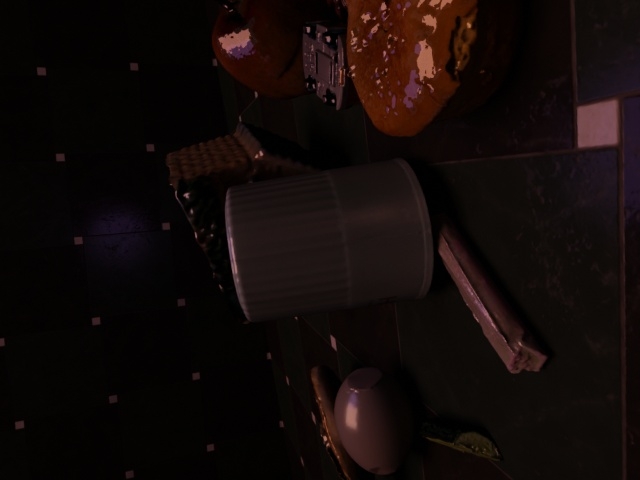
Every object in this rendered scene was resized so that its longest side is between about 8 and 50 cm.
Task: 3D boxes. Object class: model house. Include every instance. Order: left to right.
[{"bbox_3d":[-0.133,-0.073,1.110,0.395,0.400,0.445,44,155,59],"label":"model house"}]

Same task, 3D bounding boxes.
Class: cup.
[{"bbox_3d":[-0.001,-0.016,0.768,0.331,0.311,0.256,-109,11,-57],"label":"cup"}]

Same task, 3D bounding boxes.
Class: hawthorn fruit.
[{"bbox_3d":[-0.113,-0.455,0.915,0.268,0.301,0.267,-28,56,52],"label":"hawthorn fruit"}]

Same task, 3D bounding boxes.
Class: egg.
[{"bbox_3d":[0.121,0.403,0.919,0.176,0.176,0.231,-165,65,-70],"label":"egg"}]

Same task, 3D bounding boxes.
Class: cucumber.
[{"bbox_3d":[0.229,0.354,0.756,0.220,0.071,0.046,133,154,-66],"label":"cucumber"}]

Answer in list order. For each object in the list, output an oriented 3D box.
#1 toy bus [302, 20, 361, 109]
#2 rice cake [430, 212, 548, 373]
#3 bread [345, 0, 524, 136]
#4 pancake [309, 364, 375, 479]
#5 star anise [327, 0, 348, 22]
[{"bbox_3d":[0.049,-0.330,0.762,0.209,0.136,0.126,-123,26,-50],"label":"toy bus"},{"bbox_3d":[0.228,0.065,0.603,0.055,0.049,0.269,71,176,-55],"label":"rice cake"},{"bbox_3d":[0.132,-0.276,0.542,0.268,0.146,0.268,168,90,-68],"label":"bread"},{"bbox_3d":[0.069,0.521,1.124,0.382,0.071,0.382,-23,-90,-86],"label":"pancake"},{"bbox_3d":[0.040,-0.457,0.732,0.168,0.057,0.168,38,168,10],"label":"star anise"}]
